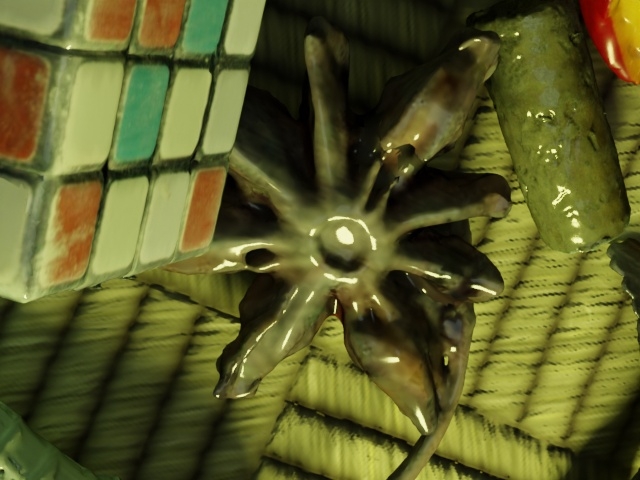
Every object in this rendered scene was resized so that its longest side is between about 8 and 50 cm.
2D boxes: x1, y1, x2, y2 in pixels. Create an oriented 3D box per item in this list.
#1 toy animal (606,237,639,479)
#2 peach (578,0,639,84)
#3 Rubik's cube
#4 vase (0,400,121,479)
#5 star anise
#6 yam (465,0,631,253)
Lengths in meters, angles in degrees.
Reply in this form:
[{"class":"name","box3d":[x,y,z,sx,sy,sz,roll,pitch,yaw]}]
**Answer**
[{"class":"toy animal","box3d":[0.258,0.171,1.156,0.197,0.160,0.272,21,103,-18]},{"class":"peach","box3d":[0.233,-0.181,1.088,0.151,0.118,0.151,7,69,-19]},{"class":"Rubik's cube","box3d":[-0.190,-0.128,0.887,0.256,0.259,0.253,15,98,16]},{"class":"vase","box3d":[-0.274,0.095,1.018,0.143,0.143,0.299,-40,104,-2]},{"class":"star anise","box3d":[0.000,0.000,1.073,0.316,0.139,0.359,40,103,-6]},{"class":"yam","box3d":[0.160,-0.085,1.109,0.078,0.078,0.179,-23,106,-7]}]
